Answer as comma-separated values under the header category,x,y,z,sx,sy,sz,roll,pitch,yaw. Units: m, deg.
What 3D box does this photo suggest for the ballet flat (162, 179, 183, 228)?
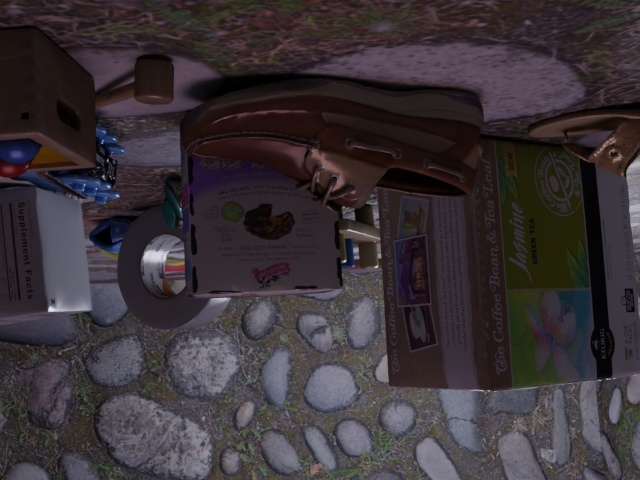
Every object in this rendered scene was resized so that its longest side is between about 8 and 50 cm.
category,x,y,z,sx,sy,sz,roll,pitch,yaw
ballet flat,-0.207,-0.064,1.205,0.070,0.070,0.188,-1,175,-16

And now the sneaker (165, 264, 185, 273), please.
category,x,y,z,sx,sy,sz,roll,pitch,yaw
sneaker,-0.275,0.024,1.631,0.313,0.116,0.136,-5,172,12

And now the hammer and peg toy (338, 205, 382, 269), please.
category,x,y,z,sx,sy,sz,roll,pitch,yaw
hammer and peg toy,0.000,0.000,1.522,0.265,0.127,0.361,-8,172,22

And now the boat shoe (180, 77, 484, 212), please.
category,x,y,z,sx,sy,sz,roll,pitch,yaw
boat shoe,0.024,-0.090,0.793,0.324,0.117,0.123,-2,173,-16

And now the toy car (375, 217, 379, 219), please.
category,x,y,z,sx,sy,sz,roll,pitch,yaw
toy car,0.175,-0.024,1.418,0.155,0.149,0.188,12,-179,-19

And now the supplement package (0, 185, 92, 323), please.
category,x,y,z,sx,sy,sz,roll,pitch,yaw
supplement package,-0.397,0.030,0.865,0.244,0.139,0.134,-7,175,3

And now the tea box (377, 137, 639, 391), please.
category,x,y,z,sx,sy,sz,roll,pitch,yaw
tea box,0.275,0.043,1.149,0.323,0.329,0.220,0,173,-33

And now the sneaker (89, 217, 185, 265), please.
category,x,y,z,sx,sy,sz,roll,pitch,yaw
sneaker,-0.334,0.001,1.510,0.240,0.091,0.126,-4,173,13

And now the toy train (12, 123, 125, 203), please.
category,x,y,z,sx,sy,sz,roll,pitch,yaw
toy train,-0.277,-0.089,0.850,0.105,0.080,0.184,6,175,-3

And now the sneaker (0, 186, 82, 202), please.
category,x,y,z,sx,sy,sz,roll,pitch,yaw
sneaker,-0.429,-0.039,1.178,0.065,0.076,0.166,-10,171,37

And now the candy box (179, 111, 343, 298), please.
category,x,y,z,sx,sy,sz,roll,pitch,yaw
candy box,-0.067,-0.037,0.864,0.164,0.196,0.070,-1,173,-18

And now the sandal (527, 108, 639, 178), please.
category,x,y,z,sx,sy,sz,roll,pitch,yaw
sandal,0.369,-0.114,0.929,0.240,0.079,0.088,-6,173,24

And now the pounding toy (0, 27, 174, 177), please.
category,x,y,z,sx,sy,sz,roll,pitch,yaw
pounding toy,-0.226,-0.102,0.667,0.206,0.094,0.181,-3,173,3

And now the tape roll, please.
category,x,y,z,sx,sy,sz,roll,pitch,yaw
tape roll,-0.252,0.047,1.384,0.219,0.219,0.072,-7,174,27
